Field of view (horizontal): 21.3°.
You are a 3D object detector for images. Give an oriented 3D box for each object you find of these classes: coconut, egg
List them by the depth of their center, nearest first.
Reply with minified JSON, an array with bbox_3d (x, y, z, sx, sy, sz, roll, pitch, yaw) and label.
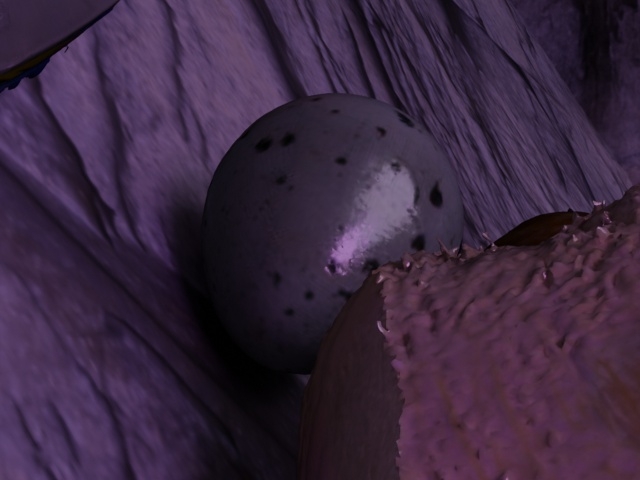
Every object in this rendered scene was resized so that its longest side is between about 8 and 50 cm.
[{"bbox_3d":[0.134,0.138,0.618,0.297,0.297,0.309,47,13,-25],"label":"coconut"},{"bbox_3d":[0.000,0.000,0.829,0.131,0.131,0.164,52,40,-11],"label":"egg"}]

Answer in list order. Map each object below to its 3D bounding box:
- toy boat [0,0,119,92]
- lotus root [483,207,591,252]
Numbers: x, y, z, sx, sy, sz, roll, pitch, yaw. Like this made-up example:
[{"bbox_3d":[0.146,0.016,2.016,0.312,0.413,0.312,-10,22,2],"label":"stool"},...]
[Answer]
[{"bbox_3d":[-0.155,-0.112,0.652,0.129,0.088,0.295,52,16,-8],"label":"toy boat"},{"bbox_3d":[0.148,0.084,0.970,0.193,0.193,0.291,52,16,-10],"label":"lotus root"}]
